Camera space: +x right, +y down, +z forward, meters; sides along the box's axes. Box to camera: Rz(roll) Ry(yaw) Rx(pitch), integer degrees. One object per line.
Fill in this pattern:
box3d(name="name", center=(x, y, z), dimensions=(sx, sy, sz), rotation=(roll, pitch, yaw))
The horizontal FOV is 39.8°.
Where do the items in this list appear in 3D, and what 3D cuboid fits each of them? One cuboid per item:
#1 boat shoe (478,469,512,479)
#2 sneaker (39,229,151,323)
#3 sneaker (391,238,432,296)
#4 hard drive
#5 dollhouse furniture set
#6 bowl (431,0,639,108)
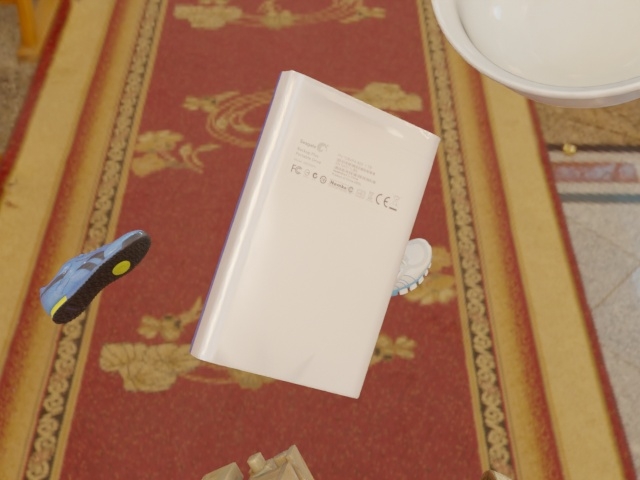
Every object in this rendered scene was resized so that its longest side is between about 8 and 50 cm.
box3d(name="boat shoe", center=(0.338, 0.510, 1.420), dimensions=(0.110, 0.121, 0.341), rotation=(18, 29, -13))
box3d(name="sneaker", center=(-0.365, 0.040, 1.408), dimensions=(0.209, 0.069, 0.082), rotation=(-40, 62, 6))
box3d(name="sneaker", center=(0.088, 0.047, 1.313), dimensions=(0.191, 0.083, 0.071), rotation=(-34, 53, -16))
box3d(name="hard drive", center=(0.000, 0.000, 0.989), dimensions=(0.210, 0.318, 0.040), rotation=(19, -3, -30))
box3d(name="dollhouse furniture set", center=(-0.073, 0.349, 1.106), dimensions=(0.151, 0.123, 0.144), rotation=(-27, 6, 13))
box3d(name="bowl", center=(0.264, -0.242, 0.862), dimensions=(0.298, 0.134, 0.297), rotation=(-6, 69, 16))
